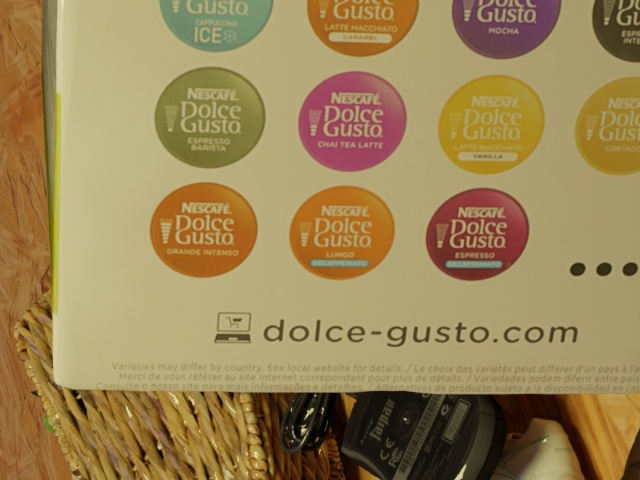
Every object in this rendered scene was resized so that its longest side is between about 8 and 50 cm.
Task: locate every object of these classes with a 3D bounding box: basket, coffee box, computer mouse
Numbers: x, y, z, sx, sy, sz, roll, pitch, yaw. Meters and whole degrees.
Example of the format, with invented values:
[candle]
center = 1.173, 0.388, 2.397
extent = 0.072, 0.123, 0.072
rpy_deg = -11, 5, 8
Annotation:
[basket]
center = -0.081, 0.140, 1.611
extent = 0.213, 0.223, 0.299
rpy_deg = -41, 60, 25
[coffee box]
center = 0.023, -0.145, 1.007
extent = 0.338, 0.338, 0.334
rpy_deg = -107, 19, -61
[computer mouse]
center = 0.078, 0.093, 1.339
extent = 0.262, 0.060, 0.184
rpy_deg = 11, 76, 61

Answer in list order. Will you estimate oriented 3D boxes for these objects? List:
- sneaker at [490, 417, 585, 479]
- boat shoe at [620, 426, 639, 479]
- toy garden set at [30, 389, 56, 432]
[sneaker]
center = 0.133, 0.168, 1.307
extent = 0.152, 0.054, 0.061
rpy_deg = -41, 53, 52
[boat shoe]
center = 0.218, 0.225, 1.136
extent = 0.095, 0.095, 0.257
rpy_deg = -59, -20, -86
[toy garden set]
center = -0.216, 0.028, 1.786
extent = 0.204, 0.049, 0.244
rpy_deg = -62, -14, -64
